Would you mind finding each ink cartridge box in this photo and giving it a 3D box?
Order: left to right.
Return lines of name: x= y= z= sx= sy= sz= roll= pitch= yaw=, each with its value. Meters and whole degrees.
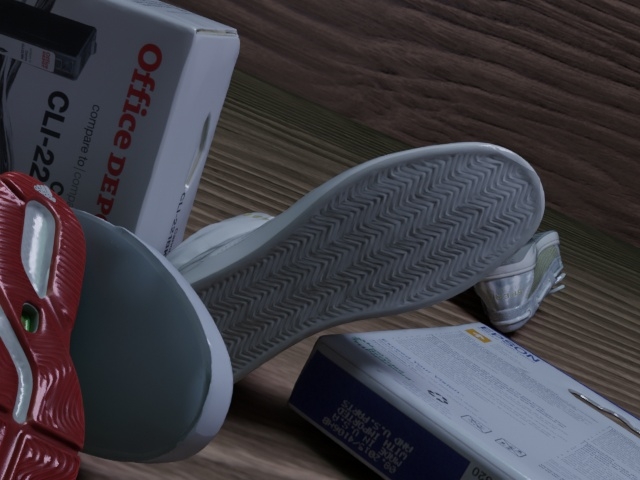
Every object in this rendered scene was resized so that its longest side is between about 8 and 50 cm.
ink cartridge box: x=-0.222 y=-0.107 z=0.748 sx=0.273 sy=0.197 sz=0.114 roll=20 pitch=14 yaw=5
ink cartridge box: x=0.183 y=0.175 z=0.767 sx=0.324 sy=0.071 sz=0.330 roll=33 pitch=12 yaw=26

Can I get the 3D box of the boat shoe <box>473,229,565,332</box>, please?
boat shoe: x=0.260 y=0.048 z=1.332 sx=0.118 sy=0.103 sz=0.320 roll=-11 pitch=0 yaw=16

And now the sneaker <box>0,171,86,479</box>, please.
sneaker: x=-0.182 y=0.079 z=0.474 sx=0.087 sy=0.128 sz=0.221 roll=43 pitch=33 yaw=-33

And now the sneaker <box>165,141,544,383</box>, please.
sneaker: x=0.000 y=0.000 z=0.716 sx=0.169 sy=0.292 sz=0.108 roll=-111 pitch=178 yaw=-75

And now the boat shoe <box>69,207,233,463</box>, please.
boat shoe: x=-0.150 y=0.040 z=0.589 sx=0.306 sy=0.113 sz=0.105 roll=20 pitch=-8 yaw=35
